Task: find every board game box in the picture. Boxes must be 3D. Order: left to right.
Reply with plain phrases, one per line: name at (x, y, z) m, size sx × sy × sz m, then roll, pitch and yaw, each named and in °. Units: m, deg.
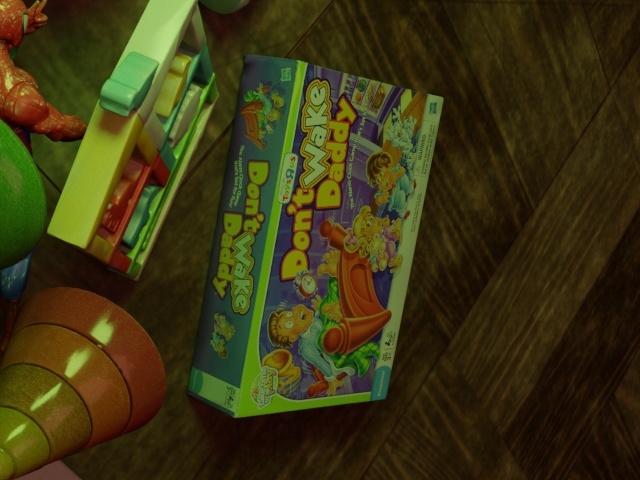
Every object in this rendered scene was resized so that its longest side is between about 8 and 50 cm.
board game box at (0.000, 0.000, 1.013) m, size 0.233 × 0.078 × 0.347 m, roll 3°, pitch 100°, yaw -47°

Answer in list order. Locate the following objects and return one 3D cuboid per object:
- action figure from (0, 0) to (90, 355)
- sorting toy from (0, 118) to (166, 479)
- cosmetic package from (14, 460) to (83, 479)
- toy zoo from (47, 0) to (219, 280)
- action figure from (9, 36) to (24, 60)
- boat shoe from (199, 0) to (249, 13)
action figure at (-0.210, -0.061, 0.708) m, size 0.139 × 0.091 × 0.280 m, roll -49°, pitch 160°, yaw -47°
sorting toy at (-0.240, 0.009, 0.587) m, size 0.365 × 0.127 × 0.126 m, roll 60°, pitch 32°, yaw -17°
cosmetic package at (-0.277, 0.206, 0.726) m, size 0.151 × 0.151 × 0.183 m, roll -51°, pitch 134°, yaw -24°
toy zoo at (-0.136, -0.073, 0.743) m, size 0.293 × 0.030 × 0.192 m, roll 106°, pitch 6°, yaw -83°
action figure at (-0.284, -0.118, 0.684) m, size 0.232 × 0.063 × 0.137 m, roll -56°, pitch 133°, yaw -13°
boat shoe at (-0.097, -0.324, 0.801) m, size 0.088 × 0.096 × 0.267 m, roll -49°, pitch 134°, yaw -31°
